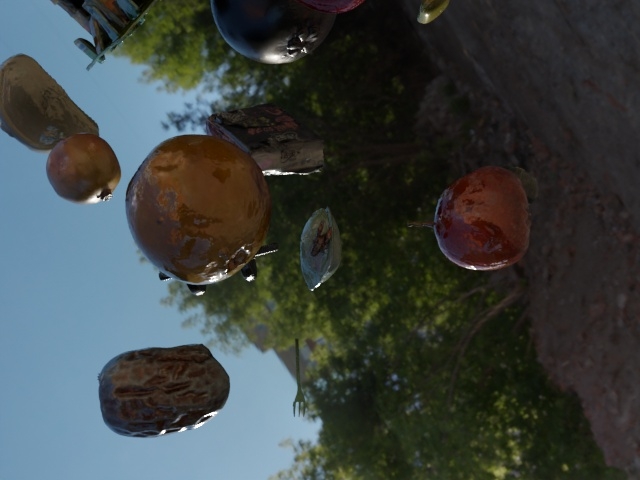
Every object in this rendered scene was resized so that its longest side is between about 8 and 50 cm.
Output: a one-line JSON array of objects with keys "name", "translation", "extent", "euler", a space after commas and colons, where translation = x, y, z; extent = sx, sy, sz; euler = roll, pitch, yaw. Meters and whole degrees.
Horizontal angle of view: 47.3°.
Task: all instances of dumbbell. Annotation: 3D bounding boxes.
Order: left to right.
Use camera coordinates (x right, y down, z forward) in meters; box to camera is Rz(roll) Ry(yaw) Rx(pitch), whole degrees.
[{"name": "dumbbell", "translation": [-0.269, 0.056, 1.933], "extent": [0.143, 0.326, 0.143], "euler": [-15, -90, -88]}]

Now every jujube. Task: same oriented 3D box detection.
[{"name": "jujube", "translation": [-0.375, 0.365, 1.787], "extent": [0.246, 0.308, 0.215], "euler": [122, 140, -77]}]

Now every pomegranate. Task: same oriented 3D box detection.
[{"name": "pomegranate", "translation": [-0.605, -0.179, 1.868], "extent": [0.191, 0.191, 0.191], "euler": [54, -168, -17]}]

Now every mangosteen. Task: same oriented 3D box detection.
[{"name": "mangosteen", "translation": [-0.116, -0.542, 1.600], "extent": [0.313, 0.297, 0.297], "euler": [36, -168, -1]}]

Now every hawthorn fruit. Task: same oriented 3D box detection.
[{"name": "hawthorn fruit", "translation": [0.332, -0.041, 1.638], "extent": [0.242, 0.272, 0.241], "euler": [-9, -90, -80]}]

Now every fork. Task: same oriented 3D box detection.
[{"name": "fork", "translation": [-0.066, 0.400, 2.152], "extent": [0.021, 0.039, 0.235], "euler": [131, 141, -60]}]

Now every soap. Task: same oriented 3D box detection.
[{"name": "soap", "translation": [0.276, -0.571, 1.779], "extent": [0.045, 0.089, 0.140], "euler": [52, -175, -1]}]

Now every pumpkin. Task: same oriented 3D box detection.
[{"name": "pumpkin", "translation": [0.589, -0.167, 2.249], "extent": [0.167, 0.125, 0.167], "euler": [11, -161, -4]}]

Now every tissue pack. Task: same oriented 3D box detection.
[{"name": "tissue pack", "translation": [-0.162, -0.277, 2.050], "extent": [0.332, 0.245, 0.123], "euler": [45, 141, 50]}]

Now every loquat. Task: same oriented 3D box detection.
[{"name": "loquat", "translation": [-0.262, -0.068, 1.575], "extent": [0.328, 0.329, 0.328], "euler": [54, -168, -17]}]

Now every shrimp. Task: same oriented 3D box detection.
[{"name": "shrimp", "translation": [0.004, -0.001, 1.739], "extent": [0.038, 0.092, 0.029], "euler": [18, -173, 16]}]

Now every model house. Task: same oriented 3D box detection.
[{"name": "model house", "translation": [-0.502, -0.568, 1.557], "extent": [0.313, 0.242, 0.358], "euler": [40, 164, -24]}]

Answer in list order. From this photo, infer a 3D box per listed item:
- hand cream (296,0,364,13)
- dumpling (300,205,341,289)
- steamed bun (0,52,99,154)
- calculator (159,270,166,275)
[{"name": "hand cream", "translation": [0.022, -0.508, 1.224], "extent": [0.230, 0.230, 0.149], "euler": [51, -125, -30]}, {"name": "dumpling", "translation": [-0.003, 0.022, 1.808], "extent": [0.149, 0.105, 0.216], "euler": [-8, -74, -76]}, {"name": "steamed bun", "translation": [-0.939, -0.422, 2.439], "extent": [0.383, 0.236, 0.247], "euler": [48, 174, -23]}, {"name": "calculator", "translation": [-0.364, 0.023, 1.838], "extent": [0.095, 0.153, 0.021], "euler": [21, -169, -8]}]
